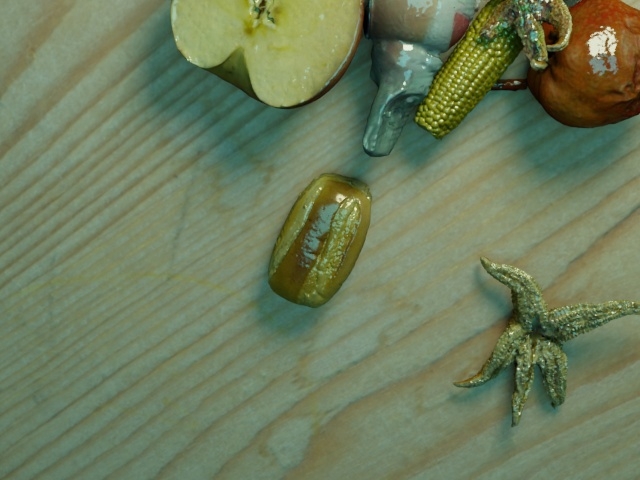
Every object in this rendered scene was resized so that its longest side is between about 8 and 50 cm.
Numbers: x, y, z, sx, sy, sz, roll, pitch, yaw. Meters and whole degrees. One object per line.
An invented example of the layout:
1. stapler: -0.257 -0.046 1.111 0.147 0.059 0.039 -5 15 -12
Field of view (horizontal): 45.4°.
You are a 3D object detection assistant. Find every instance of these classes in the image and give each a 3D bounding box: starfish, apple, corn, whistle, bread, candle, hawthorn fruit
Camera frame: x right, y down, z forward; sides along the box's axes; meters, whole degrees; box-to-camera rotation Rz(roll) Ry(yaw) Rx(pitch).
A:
1. starfish: 0.297 -0.350 1.122 0.150 0.053 0.209 -41 66 18
2. apple: -0.064 -0.341 1.174 0.293 0.163 0.251 30 104 9
3. corn: 0.246 -0.278 1.208 0.091 0.091 0.260 42 102 32
4. starfish: 0.393 0.197 1.367 0.301 0.084 0.293 14 111 2
5. whistle: 0.140 -0.294 1.166 0.189 0.189 0.348 10 97 -1
6. bread: 0.000 0.000 1.310 0.140 0.106 0.236 24 105 -3
7. candle: 0.257 -0.256 1.268 0.167 0.026 0.021 -1 83 5
8. hawthorn fruit: 0.454 -0.265 1.170 0.243 0.207 0.207 13 107 -6
